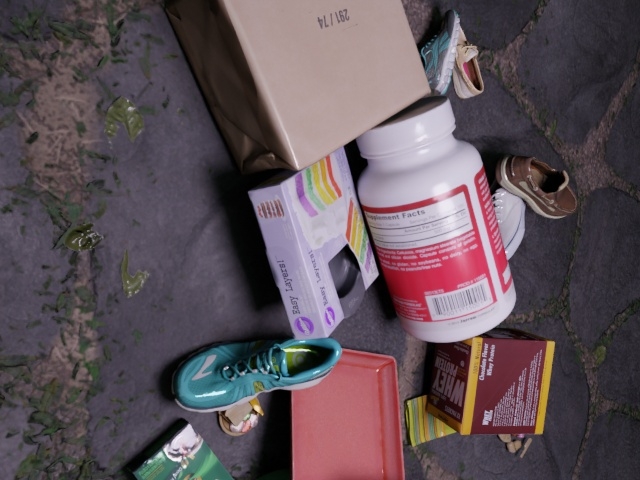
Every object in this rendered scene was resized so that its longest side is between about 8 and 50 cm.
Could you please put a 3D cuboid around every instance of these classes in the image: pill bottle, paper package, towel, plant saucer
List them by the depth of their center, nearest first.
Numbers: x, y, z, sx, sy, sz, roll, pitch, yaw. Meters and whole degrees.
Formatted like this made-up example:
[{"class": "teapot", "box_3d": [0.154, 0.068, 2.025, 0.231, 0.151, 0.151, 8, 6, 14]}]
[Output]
[{"class": "paper package", "box_3d": [-0.021, -0.302, 0.973, 0.325, 0.168, 0.309, -35, 111, -31]}, {"class": "plant saucer", "box_3d": [0.039, 0.325, 1.106, 0.259, 0.048, 0.258, 16, 62, -36]}, {"class": "pill bottle", "box_3d": [0.201, -0.040, 1.129, 0.229, 0.229, 0.407, -31, 112, -31]}, {"class": "towel", "box_3d": [0.290, 0.361, 1.318, 0.237, 0.021, 0.102, -10, 101, -19]}]

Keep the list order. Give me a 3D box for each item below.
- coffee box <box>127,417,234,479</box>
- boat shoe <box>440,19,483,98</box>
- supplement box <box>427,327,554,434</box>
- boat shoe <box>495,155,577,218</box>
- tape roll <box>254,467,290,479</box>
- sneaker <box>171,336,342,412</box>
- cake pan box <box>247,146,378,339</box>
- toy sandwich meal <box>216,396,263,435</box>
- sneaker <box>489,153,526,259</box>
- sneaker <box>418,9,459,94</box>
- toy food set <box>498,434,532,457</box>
[{"class": "coffee box", "box_3d": [-0.200, 0.383, 0.963, 0.113, 0.040, 0.184, -39, 107, -28]}, {"class": "boat shoe", "box_3d": [0.300, -0.380, 1.282, 0.063, 0.059, 0.170, -36, 114, -30]}, {"class": "supplement box", "box_3d": [0.342, 0.278, 1.251, 0.194, 0.129, 0.191, 6, 93, -21]}, {"class": "boat shoe", "box_3d": [0.489, -0.112, 1.327, 0.258, 0.095, 0.095, 17, 73, -35]}, {"class": "tape roll", "box_3d": [-0.061, 0.567, 1.076, 0.321, 0.077, 0.321, -3, 95, -36]}, {"class": "sneaker", "box_3d": [-0.096, 0.194, 0.972, 0.276, 0.110, 0.107, -10, 74, -22]}, {"class": "cake pan box", "box_3d": [0.000, 0.000, 1.021, 0.246, 0.070, 0.266, -38, 116, -56]}, {"class": "toy sandwich meal", "box_3d": [-0.131, 0.287, 1.028, 0.086, 0.029, 0.085, -3, 96, -37]}, {"class": "sneaker", "box_3d": [0.401, -0.073, 1.375, 0.091, 0.094, 0.258, 30, 66, -25]}, {"class": "sneaker", "box_3d": [0.229, -0.377, 1.221, 0.076, 0.065, 0.166, 11, 88, 4]}, {"class": "toy food set", "box_3d": [0.466, 0.467, 1.504, 0.078, 0.019, 0.122, -48, 112, -24]}]
